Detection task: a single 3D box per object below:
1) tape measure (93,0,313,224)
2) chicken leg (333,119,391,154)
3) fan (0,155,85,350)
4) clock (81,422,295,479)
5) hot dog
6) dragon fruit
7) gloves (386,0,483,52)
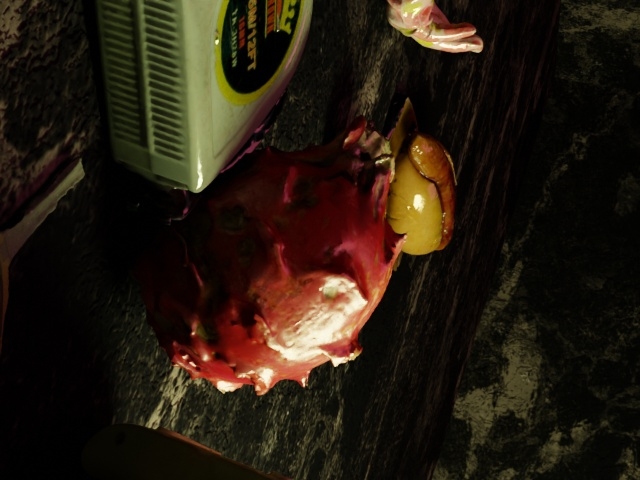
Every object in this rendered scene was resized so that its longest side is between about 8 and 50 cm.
[{"bbox_3d":[-0.089,-0.163,0.811,0.207,0.115,0.235,-52,154,-45],"label":"tape measure"},{"bbox_3d":[0.052,-0.065,1.376,0.227,0.088,0.103,83,9,-45],"label":"chicken leg"},{"bbox_3d":[-0.236,0.043,0.642,0.335,0.011,0.229,-60,156,-45],"label":"fan"},{"bbox_3d":[-0.124,0.331,0.782,0.117,0.286,0.348,38,69,-46],"label":"clock"},{"bbox_3d":[0.165,-0.074,1.700,0.326,0.107,0.194,70,37,-60],"label":"hot dog"},{"bbox_3d":[-0.029,0.013,0.894,0.268,0.210,0.205,-48,167,10],"label":"dragon fruit"},{"bbox_3d":[0.153,-0.339,1.456,0.241,0.126,0.145,65,15,-59],"label":"gloves"}]
